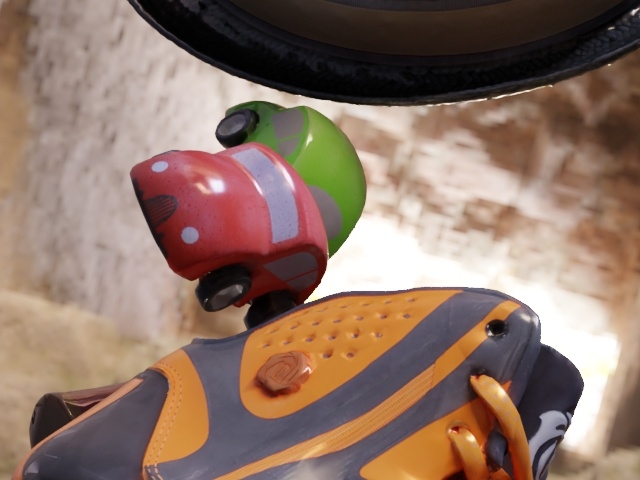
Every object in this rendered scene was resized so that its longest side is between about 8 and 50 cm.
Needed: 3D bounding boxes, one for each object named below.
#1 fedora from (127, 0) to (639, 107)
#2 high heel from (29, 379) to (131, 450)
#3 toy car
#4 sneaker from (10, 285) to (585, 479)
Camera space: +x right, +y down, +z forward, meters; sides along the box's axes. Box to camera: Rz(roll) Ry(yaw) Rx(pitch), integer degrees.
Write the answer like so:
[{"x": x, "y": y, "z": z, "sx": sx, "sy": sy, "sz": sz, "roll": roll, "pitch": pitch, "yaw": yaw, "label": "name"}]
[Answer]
[{"x": 0.042, "y": -0.212, "z": 0.936, "sx": 0.152, "sy": 0.334, "sz": 0.334, "roll": 76, "pitch": 25, "yaw": -45, "label": "fedora"}, {"x": -0.008, "y": 0.227, "z": 0.977, "sx": 0.127, "sy": 0.181, "sz": 0.377, "roll": -37, "pitch": -113, "yaw": 51, "label": "high heel"}, {"x": 0.000, "y": 0.000, "z": 0.827, "sx": 0.239, "sy": 0.053, "sz": 0.225, "roll": 50, "pitch": 13, "yaw": -33, "label": "toy car"}, {"x": 0.051, "y": 0.110, "z": 0.576, "sx": 0.180, "sy": 0.321, "sz": 0.124, "roll": -43, "pitch": 146, "yaw": -28, "label": "sneaker"}]
